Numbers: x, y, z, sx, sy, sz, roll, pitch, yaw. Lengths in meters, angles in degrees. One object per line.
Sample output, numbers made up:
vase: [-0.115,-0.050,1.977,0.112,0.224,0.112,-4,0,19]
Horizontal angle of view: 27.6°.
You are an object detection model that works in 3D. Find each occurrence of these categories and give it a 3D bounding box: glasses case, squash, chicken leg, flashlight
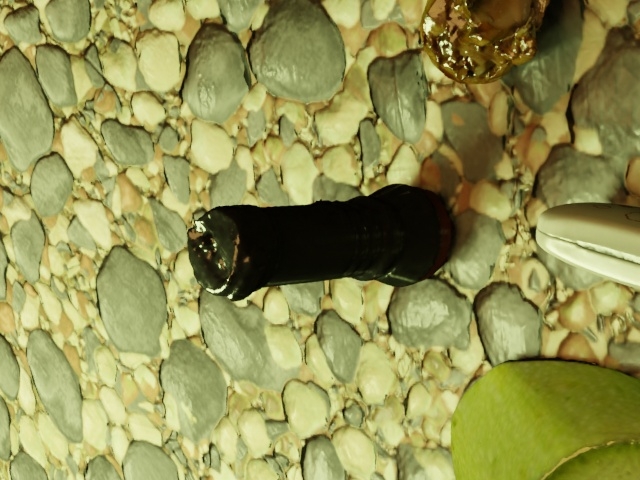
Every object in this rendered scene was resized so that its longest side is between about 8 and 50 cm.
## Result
glasses case: [0.233,0.008,0.884,0.193,0.074,0.049,18,111,46]
squash: [0.201,0.179,0.977,0.204,0.155,0.236,28,114,1]
chicken leg: [0.145,-0.202,0.951,0.207,0.085,0.101,-56,12,27]
flashlight: [0.000,0.000,1.024,0.093,0.232,0.093,4,96,48]
